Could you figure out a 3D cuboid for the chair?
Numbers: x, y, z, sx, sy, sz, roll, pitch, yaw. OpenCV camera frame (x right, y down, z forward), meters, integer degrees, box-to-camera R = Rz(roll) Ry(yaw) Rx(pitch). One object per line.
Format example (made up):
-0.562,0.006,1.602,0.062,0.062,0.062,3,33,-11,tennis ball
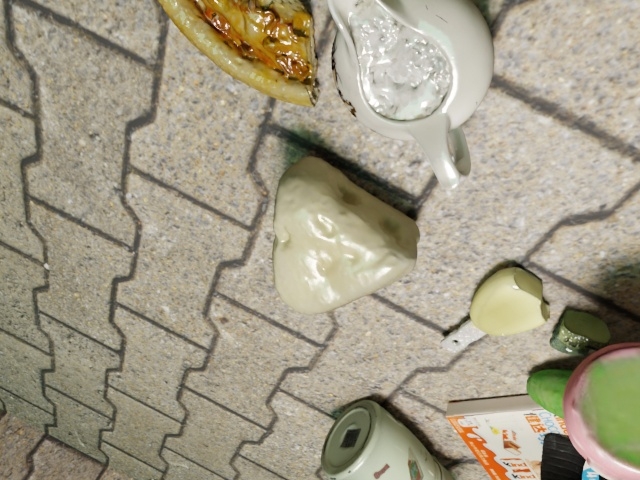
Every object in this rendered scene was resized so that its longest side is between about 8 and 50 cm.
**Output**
0.545,0.432,0.991,0.221,0.140,0.145,15,138,15,chair

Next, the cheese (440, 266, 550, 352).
0.313,0.147,0.979,0.127,0.050,0.255,31,136,-5,cheese

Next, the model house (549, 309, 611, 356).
0.451,0.172,0.923,0.078,0.066,0.083,16,134,14,model house

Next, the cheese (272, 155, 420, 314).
0.000,-0.001,0.906,0.251,0.173,0.248,40,124,-13,cheese

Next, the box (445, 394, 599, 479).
0.457,0.446,1.168,0.265,0.048,0.273,-20,117,35,box

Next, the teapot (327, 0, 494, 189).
0.125,-0.210,0.688,0.208,0.166,0.300,-27,104,26,teapot

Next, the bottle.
0.185,0.573,1.302,0.351,0.229,0.229,41,133,-17,bottle

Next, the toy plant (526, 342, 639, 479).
0.476,0.263,0.842,0.317,0.211,0.356,19,177,31,toy plant

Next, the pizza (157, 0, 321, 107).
-0.126,-0.332,0.747,0.365,0.074,0.182,46,141,-18,pizza
